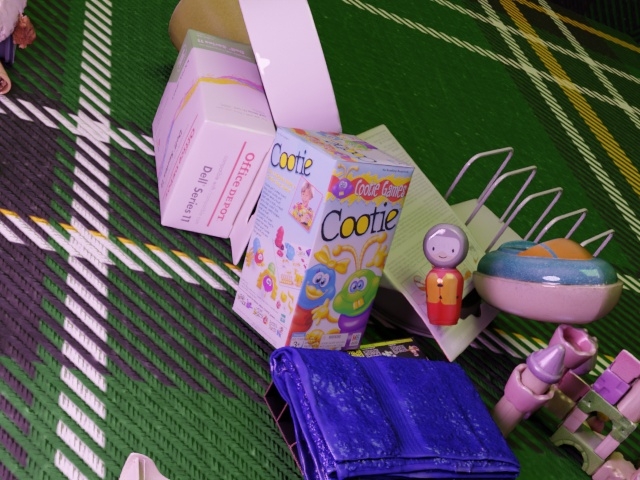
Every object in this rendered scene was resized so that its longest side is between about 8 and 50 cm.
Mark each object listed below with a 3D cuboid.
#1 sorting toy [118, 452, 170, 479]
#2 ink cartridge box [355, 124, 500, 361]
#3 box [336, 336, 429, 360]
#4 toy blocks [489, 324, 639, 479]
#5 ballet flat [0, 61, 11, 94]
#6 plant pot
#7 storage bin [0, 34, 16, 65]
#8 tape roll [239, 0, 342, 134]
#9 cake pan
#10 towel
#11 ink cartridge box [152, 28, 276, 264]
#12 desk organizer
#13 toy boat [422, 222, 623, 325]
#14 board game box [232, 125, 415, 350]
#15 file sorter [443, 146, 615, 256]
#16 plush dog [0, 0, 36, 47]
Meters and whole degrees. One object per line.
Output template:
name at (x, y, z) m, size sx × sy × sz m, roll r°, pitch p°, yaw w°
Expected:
sorting toy at (-0.178, 0.282, 0.987) m, size 0.075 × 0.045 × 0.083 m, roll 22°, pitch 31°, yaw -26°
ink cartridge box at (0.128, 0.005, 1.510) m, size 0.385 × 0.091 × 0.308 m, roll 53°, pitch 34°, yaw 5°
box at (0.105, 0.224, 1.292) m, size 0.190 × 0.045 × 0.184 m, roll -3°, pitch 43°, yaw -41°
toy blocks at (0.451, 0.229, 1.358) m, size 0.288 × 0.260 × 0.309 m, roll 42°, pitch 34°, yaw 19°
ballet flat at (-0.558, -0.235, 1.369) m, size 0.073 × 0.080 × 0.232 m, roll 49°, pitch 36°, yaw 6°
plant pot at (-0.100, -0.321, 1.717) m, size 0.275 × 0.275 × 0.293 m, roll -7°, pitch 62°, yaw -45°
storage bin at (-0.558, -0.369, 1.548) m, size 0.091 × 0.098 × 0.135 m, roll 5°, pitch 38°, yaw -18°
tape roll at (-0.049, -0.281, 1.464) m, size 0.100 × 0.286 × 0.286 m, roll -17°, pitch 42°, yaw 1°
cake pan at (0.157, 0.045, 1.574) m, size 0.293 × 0.054 × 0.293 m, roll 21°, pitch 32°, yaw -14°
towel at (0.101, 0.229, 1.161) m, size 0.308 × 0.076 × 0.228 m, roll 10°, pitch 40°, yaw -32°
ink cartridge box at (-0.171, -0.151, 1.435) m, size 0.119 × 0.207 × 0.353 m, roll 12°, pitch 35°, yaw -24°
desk organizer at (-0.020, 0.233, 1.174) m, size 0.050 × 0.047 × 0.130 m, roll 0°, pitch 42°, yaw -36°
toy boat at (0.296, 0.047, 1.391) m, size 0.318 × 0.148 × 0.267 m, roll -1°, pitch 5°, yaw -26°
board game box at (0.000, 0.000, 1.270) m, size 0.142 × 0.275 × 0.144 m, roll 1°, pitch 23°, yaw -38°
file sorter at (0.382, -0.029, 1.748) m, size 0.277 × 0.173 × 0.193 m, roll 45°, pitch 34°, yaw 23°
plush dog at (-0.582, -0.378, 1.419) m, size 0.225 × 0.210 × 0.262 m, roll 6°, pitch 70°, yaw 10°
